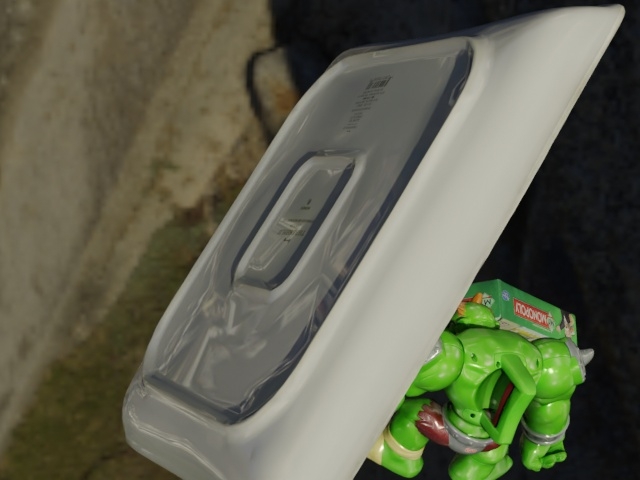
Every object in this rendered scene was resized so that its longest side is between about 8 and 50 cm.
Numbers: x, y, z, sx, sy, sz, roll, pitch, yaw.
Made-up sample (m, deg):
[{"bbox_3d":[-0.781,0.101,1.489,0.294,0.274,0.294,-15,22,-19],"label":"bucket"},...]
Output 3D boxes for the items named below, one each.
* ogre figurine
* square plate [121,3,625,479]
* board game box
[{"bbox_3d":[0.095,0.103,0.921,0.097,0.197,0.118,-88,22,-52],"label":"ogre figurine"},{"bbox_3d":[0.000,0.000,0.888,0.344,0.049,0.347,-59,20,-9],"label":"square plate"},{"bbox_3d":[0.103,0.109,1.631,0.317,0.213,0.046,-12,71,30],"label":"board game box"}]
